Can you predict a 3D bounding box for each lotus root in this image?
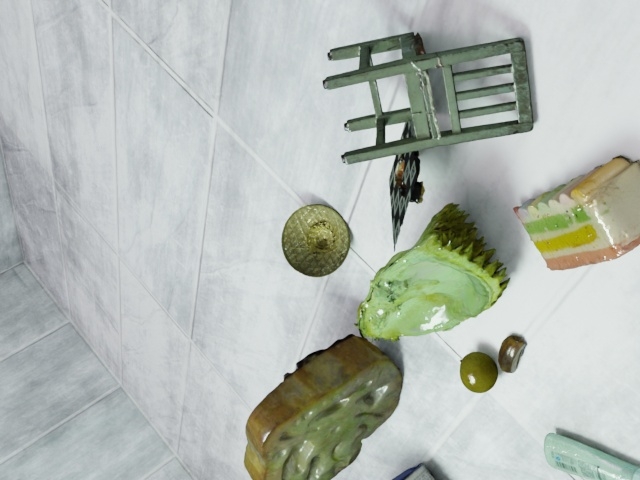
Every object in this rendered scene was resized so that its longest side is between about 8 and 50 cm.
[{"bbox_3d":[-0.004,0.362,1.576,0.111,0.375,0.390,46,110,36],"label":"lotus root"},{"bbox_3d":[0.314,0.190,1.299,0.037,0.030,0.083,39,144,31],"label":"lotus root"}]

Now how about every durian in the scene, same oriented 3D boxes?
[{"bbox_3d":[0.173,0.085,1.244,0.163,0.198,0.394,48,149,13],"label":"durian"}]

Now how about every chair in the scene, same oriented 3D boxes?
[{"bbox_3d":[0.149,-0.216,1.099,0.271,0.147,0.136,-11,119,11],"label":"chair"}]

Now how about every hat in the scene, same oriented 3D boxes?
[{"bbox_3d":[0.000,0.000,1.551,0.146,0.067,0.145,0,91,20],"label":"hat"}]

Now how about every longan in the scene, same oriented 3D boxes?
[{"bbox_3d":[0.271,0.227,1.358,0.083,0.075,0.075,34,143,48],"label":"longan"}]

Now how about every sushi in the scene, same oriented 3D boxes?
[{"bbox_3d":[0.138,-0.090,1.187,0.031,0.201,0.139,9,129,-5],"label":"sushi"}]

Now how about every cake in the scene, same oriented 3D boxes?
[{"bbox_3d":[0.336,-0.018,1.029,0.109,0.090,0.225,54,150,-1],"label":"cake"}]

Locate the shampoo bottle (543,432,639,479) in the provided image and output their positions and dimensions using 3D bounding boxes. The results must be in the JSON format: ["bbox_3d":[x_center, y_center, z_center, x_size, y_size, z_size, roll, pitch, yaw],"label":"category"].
[{"bbox_3d":[0.450,0.363,1.250,0.191,0.041,0.069,6,117,52],"label":"shampoo bottle"}]

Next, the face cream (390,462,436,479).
[{"bbox_3d":[0.186,0.633,1.671,0.225,0.249,0.249,55,150,15],"label":"face cream"}]
